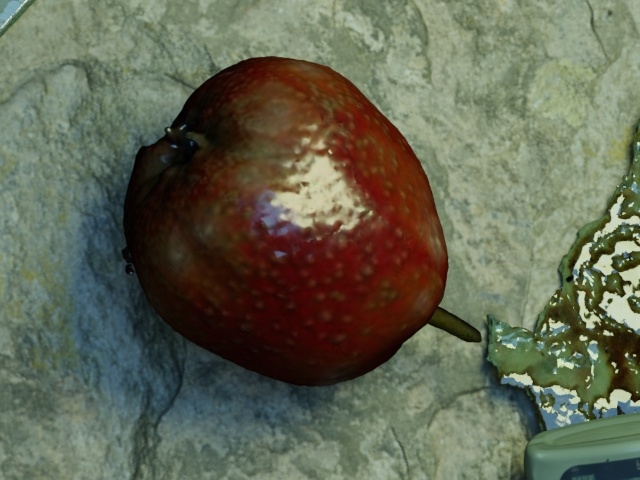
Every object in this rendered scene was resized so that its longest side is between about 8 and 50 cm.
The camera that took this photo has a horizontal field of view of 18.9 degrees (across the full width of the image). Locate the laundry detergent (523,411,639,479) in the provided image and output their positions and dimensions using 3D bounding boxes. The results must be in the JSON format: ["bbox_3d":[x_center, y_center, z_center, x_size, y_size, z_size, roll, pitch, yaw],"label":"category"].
[{"bbox_3d":[0.310,0.308,1.818,0.215,0.105,0.280,-10,102,8],"label":"laundry detergent"}]

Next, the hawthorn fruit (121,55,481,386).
[{"bbox_3d":[0.000,0.000,1.774,0.369,0.285,0.284,30,75,-10],"label":"hawthorn fruit"}]

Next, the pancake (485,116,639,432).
[{"bbox_3d":[0.363,0.066,1.921,0.305,0.067,0.427,36,76,8],"label":"pancake"}]

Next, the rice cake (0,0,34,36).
[{"bbox_3d":[-0.377,-0.250,1.880,0.189,0.037,0.198,32,75,-1],"label":"rice cake"}]
